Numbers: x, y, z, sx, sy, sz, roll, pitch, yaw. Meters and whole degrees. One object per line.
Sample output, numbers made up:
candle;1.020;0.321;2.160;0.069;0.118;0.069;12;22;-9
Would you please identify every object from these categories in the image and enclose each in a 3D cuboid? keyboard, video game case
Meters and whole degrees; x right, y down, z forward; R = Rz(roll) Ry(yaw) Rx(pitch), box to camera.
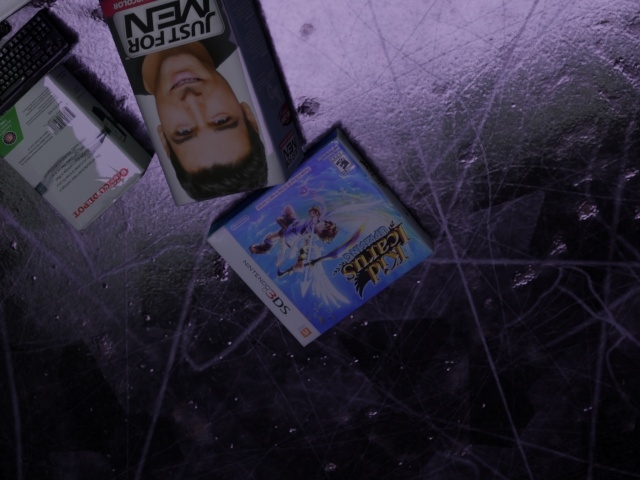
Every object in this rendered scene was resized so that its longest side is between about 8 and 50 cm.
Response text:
keyboard;-0.473;-0.274;1.773;0.180;0.023;0.108;-40;84;12
video game case;0.000;0.000;1.857;0.269;0.061;0.244;-37;106;15

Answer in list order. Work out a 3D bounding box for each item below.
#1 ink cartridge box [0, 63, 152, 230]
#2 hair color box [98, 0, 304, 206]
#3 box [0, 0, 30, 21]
ink cartridge box;-0.385;-0.141;1.802;0.153;0.087;0.208;-39;104;15
hair color box;-0.176;-0.253;1.721;0.185;0.113;0.374;-12;111;19
box;-0.431;-0.395;1.654;0.182;0.181;0.119;-31;107;13
